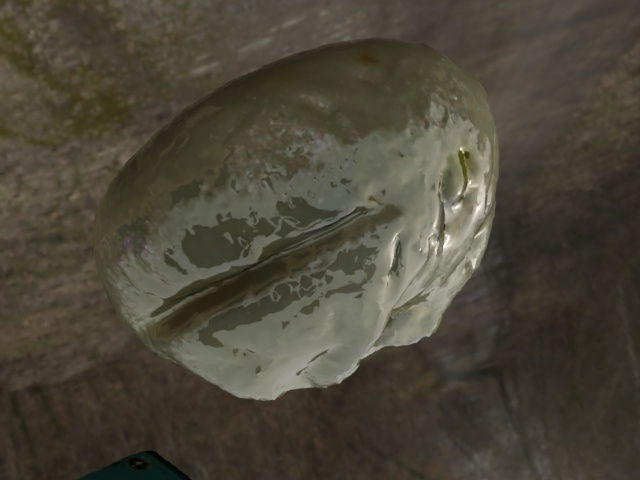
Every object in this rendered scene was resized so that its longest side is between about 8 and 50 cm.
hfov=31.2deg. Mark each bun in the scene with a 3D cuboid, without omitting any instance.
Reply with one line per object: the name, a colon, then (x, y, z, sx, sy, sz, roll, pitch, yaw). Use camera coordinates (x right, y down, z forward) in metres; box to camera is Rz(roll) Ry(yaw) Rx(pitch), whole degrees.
bun: (0.000, 0.000, 0.948, 0.365, 0.219, 0.365, -29, 163, -10)

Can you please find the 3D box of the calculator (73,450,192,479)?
calculator: (-0.126, 0.241, 0.681, 0.274, 0.248, 0.058, -21, 132, -52)
